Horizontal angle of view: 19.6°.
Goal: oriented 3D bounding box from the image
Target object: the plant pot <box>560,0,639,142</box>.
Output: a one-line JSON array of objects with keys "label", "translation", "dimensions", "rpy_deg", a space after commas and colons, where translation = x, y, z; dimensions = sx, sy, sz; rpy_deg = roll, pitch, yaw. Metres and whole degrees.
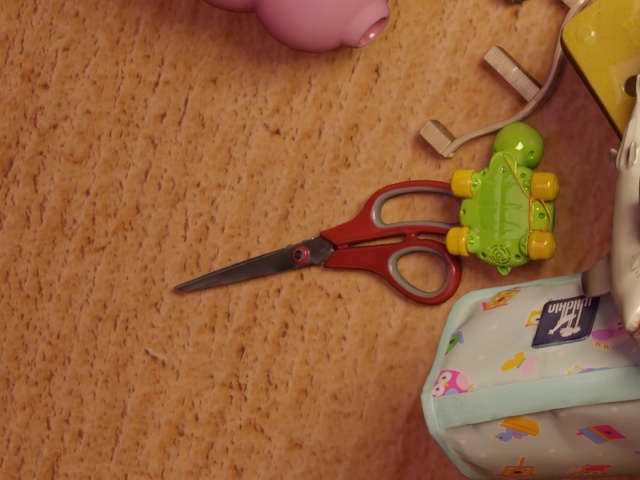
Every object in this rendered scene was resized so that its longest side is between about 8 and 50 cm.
[{"label": "plant pot", "translation": [0.302, -0.133, 1.419], "dimensions": [0.212, 0.187, 0.212], "rpy_deg": [-36, 73, 21]}]

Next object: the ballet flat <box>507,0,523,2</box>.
[{"label": "ballet flat", "translation": [0.195, -0.283, 1.566], "dimensions": [0.057, 0.049, 0.173], "rpy_deg": [20, 102, -8]}]

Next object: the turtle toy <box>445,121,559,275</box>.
[{"label": "turtle toy", "translation": [0.160, -0.035, 1.550], "dimensions": [0.095, 0.066, 0.130], "rpy_deg": [4, 89, 24]}]

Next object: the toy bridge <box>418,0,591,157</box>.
[{"label": "toy bridge", "translation": [0.168, -0.140, 1.574], "dimensions": [0.063, 0.026, 0.188], "rpy_deg": [47, 107, 18]}]

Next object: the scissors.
[{"label": "scissors", "translation": [0.000, 0.000, 1.655], "dimensions": [0.297, 0.021, 0.109], "rpy_deg": [1, 90, 27]}]

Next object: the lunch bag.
[{"label": "lunch bag", "translation": [0.218, 0.101, 1.407], "dimensions": [0.223, 0.262, 0.160], "rpy_deg": [-11, 83, 26]}]

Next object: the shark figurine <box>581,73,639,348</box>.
[{"label": "shark figurine", "translation": [0.262, -0.045, 1.299], "dimensions": [0.116, 0.166, 0.278], "rpy_deg": [10, 83, -7]}]

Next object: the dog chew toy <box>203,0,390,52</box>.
[{"label": "dog chew toy", "translation": [-0.066, -0.296, 1.607], "dimensions": [0.332, 0.206, 0.206], "rpy_deg": [46, 107, 13]}]
